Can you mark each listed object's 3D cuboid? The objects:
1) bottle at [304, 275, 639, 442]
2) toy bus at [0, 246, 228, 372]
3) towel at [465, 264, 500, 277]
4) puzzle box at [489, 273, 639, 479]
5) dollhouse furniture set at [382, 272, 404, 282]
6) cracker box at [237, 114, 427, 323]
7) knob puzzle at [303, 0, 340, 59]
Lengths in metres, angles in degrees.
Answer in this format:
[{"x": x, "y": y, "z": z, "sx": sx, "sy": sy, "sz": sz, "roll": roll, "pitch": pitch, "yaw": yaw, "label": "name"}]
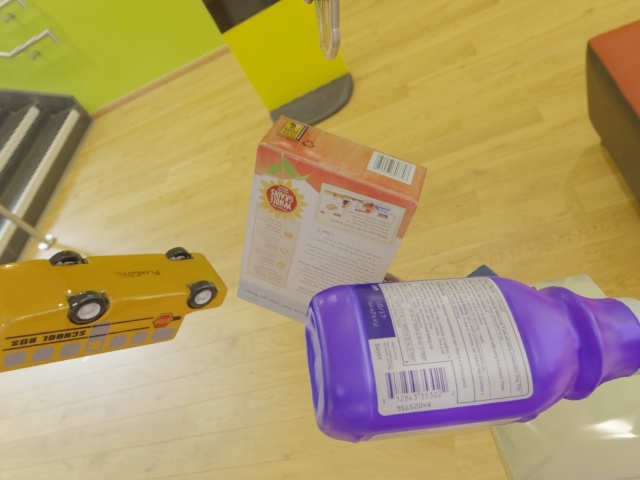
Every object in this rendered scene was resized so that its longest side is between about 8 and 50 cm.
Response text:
[{"x": 0.132, "y": 0.088, "z": 0.385, "sx": 0.282, "sy": 0.092, "sz": 0.118, "roll": -3, "pitch": 59, "yaw": -11, "label": "bottle"}, {"x": -0.312, "y": 0.095, "z": 0.718, "sx": 0.108, "sy": 0.332, "sz": 0.130, "roll": 44, "pitch": 118, "yaw": 32, "label": "toy bus"}, {"x": 0.218, "y": 0.090, "z": 0.575, "sx": 0.067, "sy": 0.029, "sz": 0.119, "roll": -31, "pitch": 58, "yaw": -11, "label": "towel"}, {"x": 0.383, "y": 0.206, "z": 0.759, "sx": 0.272, "sy": 0.052, "sz": 0.409, "roll": -11, "pitch": 29, "yaw": 8, "label": "puzzle box"}, {"x": 0.107, "y": 0.165, "z": 0.979, "sx": 0.242, "sy": 0.161, "sz": 0.212, "roll": 7, "pitch": 70, "yaw": 58, "label": "dollhouse furniture set"}, {"x": 0.000, "y": 0.000, "z": 0.520, "sx": 0.155, "sy": 0.232, "sz": 0.067, "roll": 21, "pitch": 44, "yaw": 4, "label": "cracker box"}, {"x": -0.006, "y": -0.301, "z": 0.555, "sx": 0.030, "sy": 0.213, "sz": 0.213, "roll": -9, "pitch": 47, "yaw": -2, "label": "knob puzzle"}]
